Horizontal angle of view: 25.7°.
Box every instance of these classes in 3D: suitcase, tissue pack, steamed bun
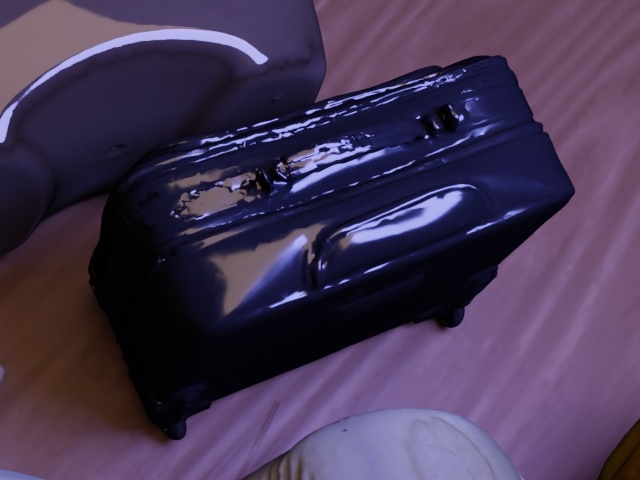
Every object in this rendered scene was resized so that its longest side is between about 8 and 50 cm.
[{"bbox_3d":[0.000,0.000,1.124,0.345,0.339,0.188,-19,78,-20],"label":"suitcase"},{"bbox_3d":[-0.212,-0.170,1.179,0.387,0.267,0.277,-19,71,-18],"label":"tissue pack"},{"bbox_3d":[0.092,0.274,1.098,0.272,0.273,0.290,-8,64,-35],"label":"steamed bun"}]

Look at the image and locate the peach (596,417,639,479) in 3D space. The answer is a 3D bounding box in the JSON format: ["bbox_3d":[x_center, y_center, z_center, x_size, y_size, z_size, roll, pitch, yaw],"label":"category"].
[{"bbox_3d":[0.375,0.256,1.128,0.372,0.373,0.290,-4,40,-15],"label":"peach"}]

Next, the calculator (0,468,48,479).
[{"bbox_3d":[-0.220,0.291,1.113,0.302,0.042,0.188,27,64,-1],"label":"calculator"}]

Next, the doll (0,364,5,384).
[{"bbox_3d":[-0.408,0.064,1.119,0.271,0.208,0.144,0,63,26],"label":"doll"}]
